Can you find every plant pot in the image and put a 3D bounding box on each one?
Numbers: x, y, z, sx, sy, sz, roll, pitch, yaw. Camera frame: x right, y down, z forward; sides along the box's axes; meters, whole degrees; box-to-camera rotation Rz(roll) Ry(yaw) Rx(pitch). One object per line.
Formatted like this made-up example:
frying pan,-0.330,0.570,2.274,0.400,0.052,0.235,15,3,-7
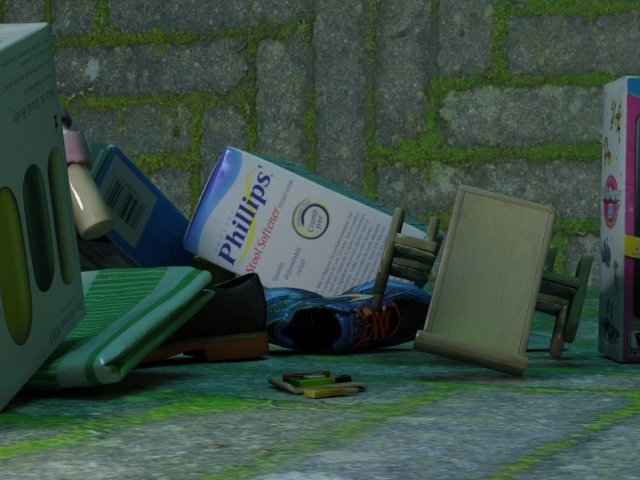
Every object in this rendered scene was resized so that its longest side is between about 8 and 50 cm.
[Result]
plant pot,-0.181,0.071,1.937,0.134,0.095,0.134,0,1,0

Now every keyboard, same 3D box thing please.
keyboard,0.221,0.121,1.716,0.072,0.014,0.256,-5,2,-15

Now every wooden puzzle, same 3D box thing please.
wooden puzzle,-0.003,0.123,1.220,0.079,0.014,0.116,0,0,-27

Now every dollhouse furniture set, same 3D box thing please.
dollhouse furniture set,0.159,0.066,1.428,0.212,0.161,0.242,14,-16,4

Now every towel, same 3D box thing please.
towel,-0.289,0.076,1.286,0.325,0.038,0.248,1,19,19

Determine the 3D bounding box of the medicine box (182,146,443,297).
medicine box,0.000,0.000,1.843,0.289,0.149,0.263,24,4,8

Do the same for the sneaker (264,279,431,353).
sneaker,0.032,0.095,1.564,0.221,0.083,0.087,-5,16,-14

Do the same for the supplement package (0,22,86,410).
supplement package,-0.325,-0.025,1.115,0.198,0.262,0.199,1,20,11

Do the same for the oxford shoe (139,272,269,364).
oxford shoe,-0.178,0.076,1.436,0.271,0.098,0.097,-1,2,-36

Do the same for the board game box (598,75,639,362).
board game box,0.422,-0.022,1.504,0.224,0.303,0.097,0,1,-2

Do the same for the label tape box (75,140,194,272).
label tape box,-0.359,-0.042,1.837,0.334,0.106,0.240,9,-25,31

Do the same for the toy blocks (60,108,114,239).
toy blocks,-0.448,-0.056,1.562,0.288,0.260,0.309,-41,-22,32
